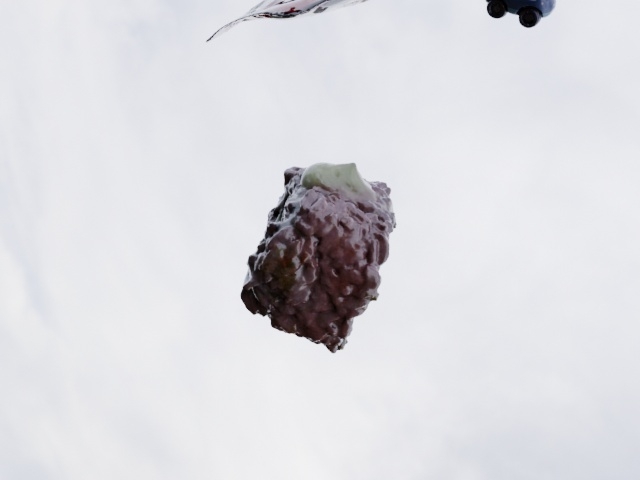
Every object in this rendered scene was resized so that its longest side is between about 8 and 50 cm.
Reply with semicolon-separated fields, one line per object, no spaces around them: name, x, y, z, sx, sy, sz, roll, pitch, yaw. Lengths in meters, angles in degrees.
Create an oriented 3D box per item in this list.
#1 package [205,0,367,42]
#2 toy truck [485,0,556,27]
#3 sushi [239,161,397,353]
package;0.032;-0.207;0.763;0.154;0.239;0.030;0;-69;59
toy truck;0.254;-0.279;1.067;0.136;0.063;0.074;20;-50;15
sushi;0.000;0.000;1.294;0.170;0.270;0.237;20;-63;-4
